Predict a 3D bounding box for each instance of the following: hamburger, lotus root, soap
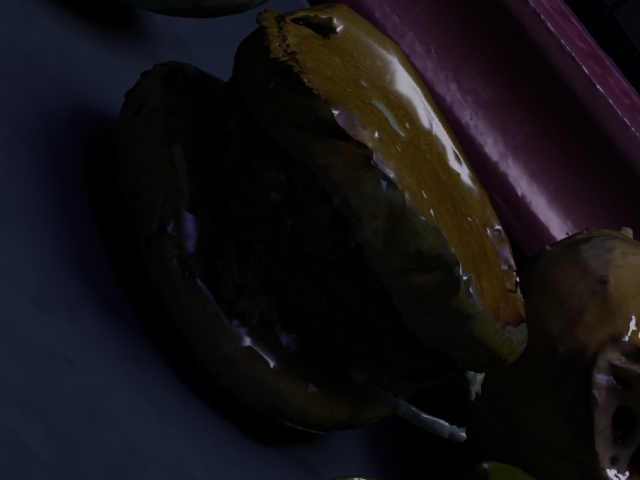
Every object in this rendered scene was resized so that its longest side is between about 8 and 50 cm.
[{"bbox_3d":[0.000,0.000,0.618,0.185,0.113,0.177,65,13,12],"label":"hamburger"},{"bbox_3d":[0.158,0.075,0.786,0.169,0.151,0.342,17,2,10],"label":"lotus root"},{"bbox_3d":[0.158,-0.094,1.190,0.359,0.128,0.233,51,17,-1],"label":"soap"}]

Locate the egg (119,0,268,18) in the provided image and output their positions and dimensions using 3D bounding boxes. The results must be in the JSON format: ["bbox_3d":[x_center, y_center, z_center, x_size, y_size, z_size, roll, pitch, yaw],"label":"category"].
[{"bbox_3d":[-0.070,-0.174,0.707,0.182,0.141,0.141,48,16,-37],"label":"egg"}]

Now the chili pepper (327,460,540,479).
[{"bbox_3d":[0.087,0.135,0.619,0.204,0.072,0.073,47,8,-9],"label":"chili pepper"}]

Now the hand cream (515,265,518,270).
[{"bbox_3d":[0.172,0.092,1.006,0.224,0.048,0.083,53,15,23],"label":"hand cream"}]
